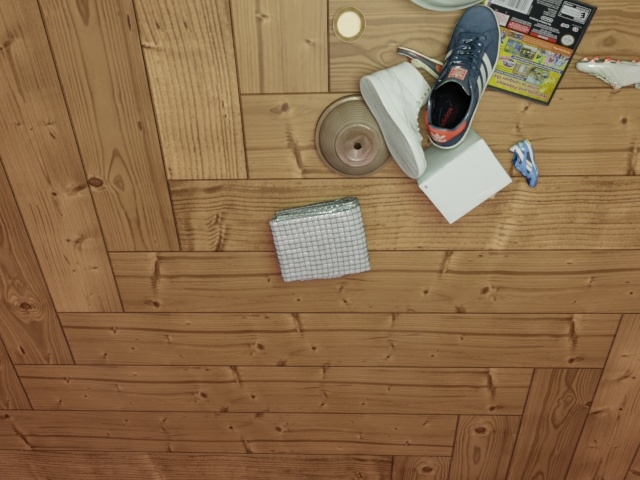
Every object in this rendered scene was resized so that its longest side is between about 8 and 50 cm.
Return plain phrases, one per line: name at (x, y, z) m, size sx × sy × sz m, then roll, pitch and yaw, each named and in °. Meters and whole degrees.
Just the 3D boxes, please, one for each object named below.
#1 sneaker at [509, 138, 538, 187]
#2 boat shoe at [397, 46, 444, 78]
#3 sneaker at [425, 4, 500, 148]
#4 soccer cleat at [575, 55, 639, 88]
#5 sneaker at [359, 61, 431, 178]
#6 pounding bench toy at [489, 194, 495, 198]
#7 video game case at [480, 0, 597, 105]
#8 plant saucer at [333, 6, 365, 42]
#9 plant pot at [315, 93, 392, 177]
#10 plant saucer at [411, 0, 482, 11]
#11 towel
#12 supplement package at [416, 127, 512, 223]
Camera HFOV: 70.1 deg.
sneaker at (0.584, -0.217, 1.310) m, size 0.059 × 0.053 × 0.144 m, roll -20°, pitch 107°, yaw 11°
boat shoe at (0.260, -0.468, 1.194) m, size 0.137 × 0.049 × 0.043 m, roll 18°, pitch 119°, yaw -12°
sneaker at (0.339, -0.400, 1.090) m, size 0.131 × 0.148 × 0.350 m, roll 15°, pitch 96°, yaw 24°
soccer cleat at (0.758, -0.433, 1.182) m, size 0.196 × 0.068 × 0.076 m, roll 3°, pitch 121°, yaw -3°
sneaker at (0.241, -0.322, 1.188) m, size 0.169 × 0.108 × 0.293 m, roll -30°, pitch 98°, yaw -19°
pounding bench toy at (0.468, -0.160, 1.335) m, size 0.083 × 0.065 × 0.052 m, roll 7°, pitch 118°, yaw -1°
video game case at (0.516, -0.506, 1.170) m, size 0.274 × 0.035 × 0.248 m, roll 14°, pitch 117°, yaw -6°
plant saucer at (0.074, -0.555, 1.171) m, size 0.083 × 0.015 × 0.083 m, roll 1°, pitch 117°, yaw 2°
plant pot at (0.100, -0.276, 1.266) m, size 0.237 × 0.110 × 0.237 m, roll 1°, pitch 118°, yaw 3°
plant saucer at (0.329, -0.649, 0.923) m, size 0.400 × 0.101 × 0.400 m, roll -12°, pitch 144°, yaw -9°
towel at (0.000, 0.000, 1.412) m, size 0.283 × 0.121 × 0.235 m, roll -9°, pitch 119°, yaw 5°
supplement package at (0.373, -0.190, 1.246) m, size 0.194 × 0.203 × 0.149 m, roll -37°, pitch 110°, yaw 20°
